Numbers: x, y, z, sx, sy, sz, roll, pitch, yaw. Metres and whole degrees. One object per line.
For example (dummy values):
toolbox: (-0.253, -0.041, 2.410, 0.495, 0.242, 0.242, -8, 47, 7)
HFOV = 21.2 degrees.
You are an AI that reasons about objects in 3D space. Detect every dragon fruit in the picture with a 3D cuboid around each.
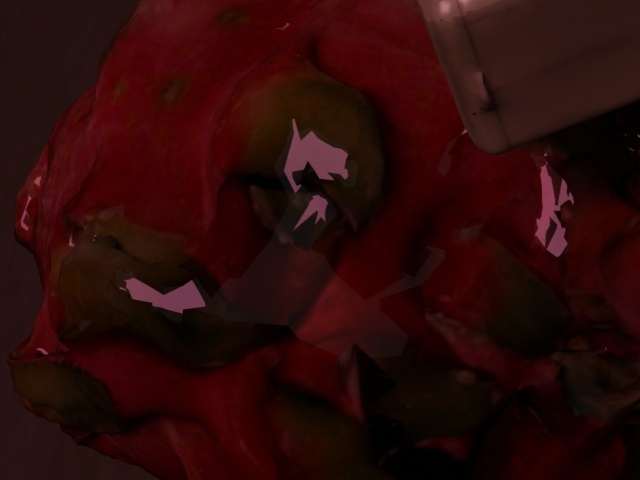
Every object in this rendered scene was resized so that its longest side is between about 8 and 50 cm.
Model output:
dragon fruit: (0.008, 0.008, 0.636, 0.303, 0.237, 0.231, -9, 50, 49)

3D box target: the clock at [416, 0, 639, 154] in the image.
clock: (0.095, -0.216, 0.556, 0.276, 0.120, 0.379, -23, 49, 3)
